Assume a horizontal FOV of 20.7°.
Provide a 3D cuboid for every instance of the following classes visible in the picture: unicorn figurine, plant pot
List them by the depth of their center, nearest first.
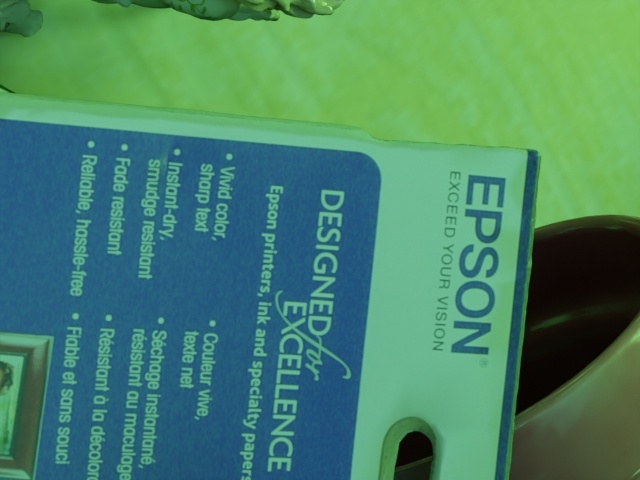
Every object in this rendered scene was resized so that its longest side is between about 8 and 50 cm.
[{"bbox_3d":[-0.076,-0.111,0.746,0.111,0.161,0.060,-18,99,-53],"label":"unicorn figurine"},{"bbox_3d":[0.108,0.117,0.800,0.201,0.201,0.180,-37,108,-20],"label":"plant pot"}]

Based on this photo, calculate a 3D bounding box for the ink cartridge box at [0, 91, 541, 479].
[{"bbox_3d":[-0.083,0.100,0.659,0.307,0.072,0.304,5,94,-20],"label":"ink cartridge box"}]

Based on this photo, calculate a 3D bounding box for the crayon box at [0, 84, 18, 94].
[{"bbox_3d":[-0.215,0.072,0.692,0.202,0.081,0.319,30,83,-28],"label":"crayon box"}]
